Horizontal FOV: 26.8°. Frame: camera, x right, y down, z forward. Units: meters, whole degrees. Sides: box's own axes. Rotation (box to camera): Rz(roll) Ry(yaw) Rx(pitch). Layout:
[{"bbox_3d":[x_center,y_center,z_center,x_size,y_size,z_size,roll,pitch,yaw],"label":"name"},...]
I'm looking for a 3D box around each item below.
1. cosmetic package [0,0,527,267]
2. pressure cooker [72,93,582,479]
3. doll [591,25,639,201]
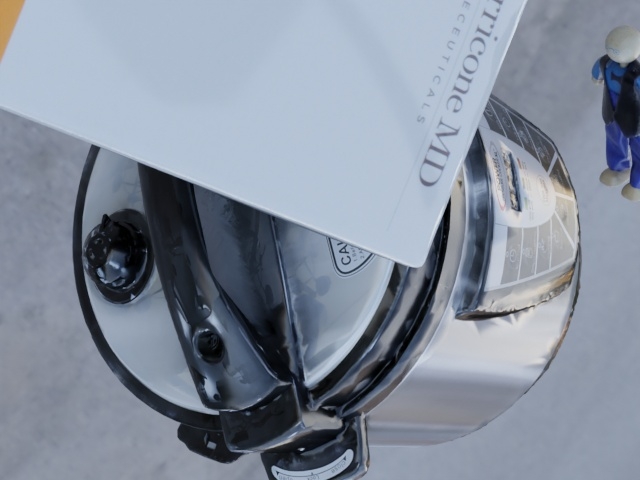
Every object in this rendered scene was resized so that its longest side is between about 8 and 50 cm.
[{"bbox_3d":[-0.106,-0.165,0.782,0.453,0.161,0.230,20,91,-36],"label":"cosmetic package"},{"bbox_3d":[-0.005,0.004,1.160,0.420,0.370,0.376,15,105,-56],"label":"pressure cooker"},{"bbox_3d":[0.317,-0.134,1.373,0.046,0.129,0.189,-24,126,-18],"label":"doll"}]
